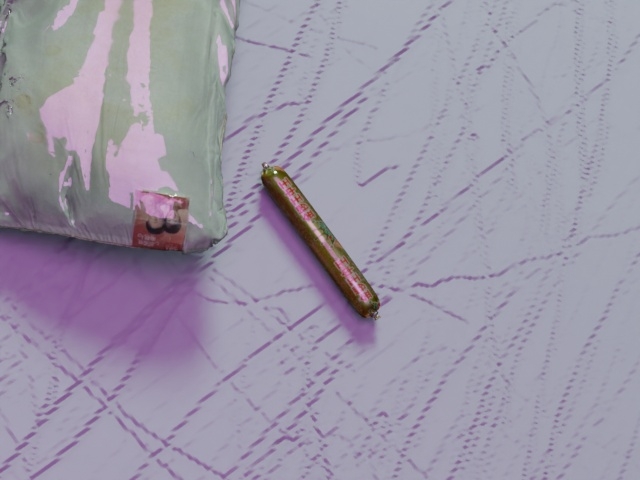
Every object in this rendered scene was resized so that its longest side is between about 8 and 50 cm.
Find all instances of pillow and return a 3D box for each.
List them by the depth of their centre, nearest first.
[{"bbox_3d":[-0.102,-0.106,0.911,0.128,0.051,0.229,4,75,-1],"label":"pillow"}]

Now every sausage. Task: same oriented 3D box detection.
[{"bbox_3d":[0.000,0.000,0.920,0.015,0.015,0.100,-34,84,-15],"label":"sausage"}]
